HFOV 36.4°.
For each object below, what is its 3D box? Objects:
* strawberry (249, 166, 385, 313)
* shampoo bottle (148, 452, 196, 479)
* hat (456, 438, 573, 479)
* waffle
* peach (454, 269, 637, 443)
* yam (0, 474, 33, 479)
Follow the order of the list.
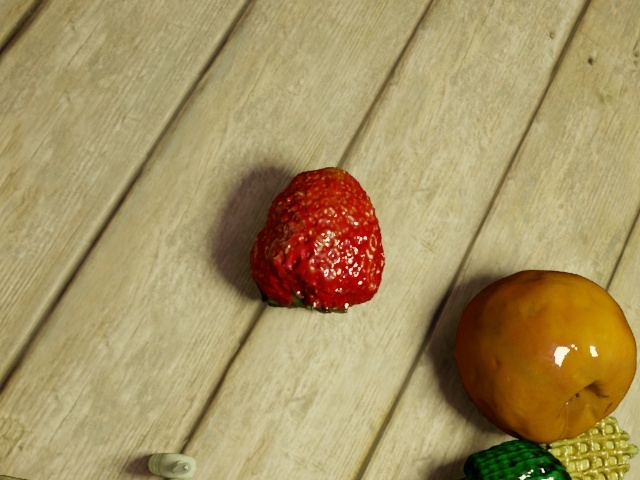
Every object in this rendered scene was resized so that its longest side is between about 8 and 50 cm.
[{"bbox_3d":[0.000,0.000,1.812,0.257,0.257,0.276,6,88,-20],"label":"strawberry"},{"bbox_3d":[-0.248,0.391,1.687,0.077,0.152,0.045,13,74,-19],"label":"shampoo bottle"},{"bbox_3d":[0.298,0.518,1.783,0.332,0.274,0.242,-16,96,-5],"label":"hat"},{"bbox_3d":[0.547,0.446,2.037,0.204,0.054,0.223,43,66,-8],"label":"waffle"},{"bbox_3d":[0.435,0.213,1.908,0.343,0.342,0.301,-7,39,-22],"label":"peach"},{"bbox_3d":[-0.513,0.410,1.656,0.107,0.014,0.014,15,74,-17],"label":"yam"}]
